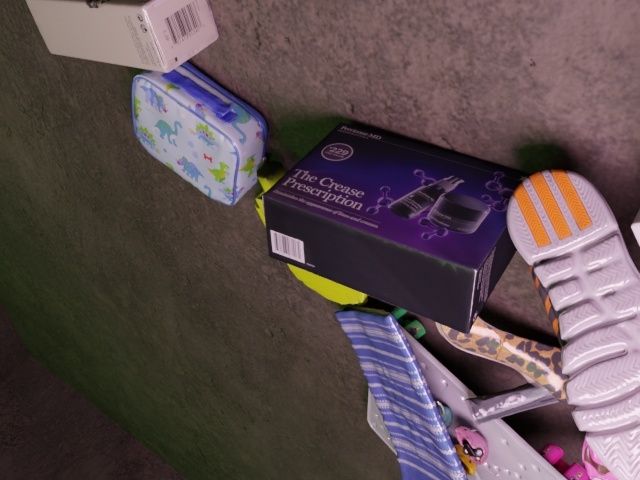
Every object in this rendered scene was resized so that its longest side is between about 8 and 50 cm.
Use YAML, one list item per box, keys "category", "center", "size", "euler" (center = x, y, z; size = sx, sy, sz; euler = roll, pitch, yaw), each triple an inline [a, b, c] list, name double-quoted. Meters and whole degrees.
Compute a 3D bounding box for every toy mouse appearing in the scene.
- category: "toy mouse"
  center: [0.204, 0.286, 1.004]
  size: [0.161, 0.031, 0.143]
  euler: [15, 132, 60]

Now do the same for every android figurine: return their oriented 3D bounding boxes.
- category: "android figurine"
  center: [0.000, 0.000, 1.050]
  size: [0.248, 0.056, 0.273]
  euler: [15, 143, 43]

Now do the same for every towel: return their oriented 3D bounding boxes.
- category: "towel"
  center: [0.127, 0.263, 1.059]
  size: [0.336, 0.040, 0.243]
  euler: [66, 164, -4]

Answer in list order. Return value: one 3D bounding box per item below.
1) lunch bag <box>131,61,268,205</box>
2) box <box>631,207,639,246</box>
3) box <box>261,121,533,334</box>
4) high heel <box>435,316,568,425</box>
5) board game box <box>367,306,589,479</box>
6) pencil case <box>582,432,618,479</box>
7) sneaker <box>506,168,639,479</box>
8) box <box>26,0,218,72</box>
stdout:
- category: "lunch bag"
  center: [-0.184, -0.169, 1.036]
  size: [0.219, 0.090, 0.176]
  euler: [35, 148, 13]
- category: "box"
  center: [0.359, -0.016, 0.616]
  size: [0.102, 0.101, 0.087]
  euler: [-10, 120, 49]
- category: "box"
  center: [0.091, -0.027, 0.797]
  size: [0.261, 0.184, 0.103]
  euler: [20, 134, 25]
- category: "high heel"
  center: [0.256, 0.104, 0.926]
  size: [0.186, 0.093, 0.261]
  euler: [-21, 85, 12]
- category: "board game box"
  center: [0.228, 0.336, 1.121]
  size: [0.390, 0.050, 0.390]
  euler: [43, 151, 32]
- category: "pencil case"
  center: [0.454, 0.306, 0.888]
  size: [0.209, 0.098, 0.095]
  euler: [13, 148, 38]
- category: "sneaker"
  center: [0.297, 0.086, 0.692]
  size: [0.125, 0.321, 0.180]
  euler: [-20, 161, 20]
- category: "box"
  center: [-0.284, -0.316, 0.957]
  size: [0.275, 0.113, 0.094]
  euler: [17, 139, 33]
